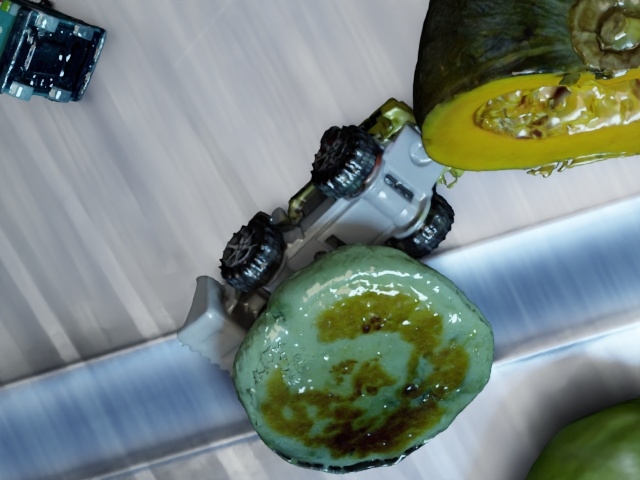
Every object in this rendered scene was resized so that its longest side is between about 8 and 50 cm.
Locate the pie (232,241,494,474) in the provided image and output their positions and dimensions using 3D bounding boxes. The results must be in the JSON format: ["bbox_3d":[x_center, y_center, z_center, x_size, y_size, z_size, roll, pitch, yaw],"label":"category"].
[{"bbox_3d":[0.040,0.107,1.192,0.240,0.054,0.240,-7,126,-10],"label":"pie"}]

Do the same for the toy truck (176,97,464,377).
[{"bbox_3d":[0.000,0.000,1.211,0.136,0.111,0.286,37,108,-29],"label":"toy truck"}]

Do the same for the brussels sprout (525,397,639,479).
[{"bbox_3d":[0.289,0.294,1.156,0.274,0.242,0.316,-43,95,-16],"label":"brussels sprout"}]

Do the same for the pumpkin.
[{"bbox_3d":[0.230,-0.186,1.139,0.325,0.242,0.232,-4,65,0],"label":"pumpkin"}]

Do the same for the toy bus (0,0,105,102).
[{"bbox_3d":[-0.258,-0.170,1.200,0.092,0.160,0.079,25,99,12],"label":"toy bus"}]
